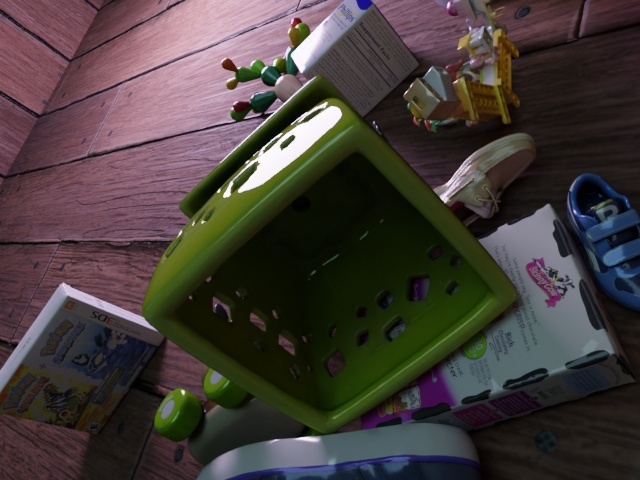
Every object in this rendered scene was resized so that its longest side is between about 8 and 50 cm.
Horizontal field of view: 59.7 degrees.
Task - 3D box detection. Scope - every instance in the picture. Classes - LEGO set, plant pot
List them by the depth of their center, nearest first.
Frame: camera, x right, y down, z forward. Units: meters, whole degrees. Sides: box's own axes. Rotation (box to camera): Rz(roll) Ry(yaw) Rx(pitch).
[{"bbox_3d":[0.000,0.000,0.520,0.227,0.228,0.207,-40,31,15],"label":"plant pot"},{"bbox_3d":[0.155,-0.181,0.665,0.107,0.132,0.287,-17,30,42],"label":"LEGO set"}]

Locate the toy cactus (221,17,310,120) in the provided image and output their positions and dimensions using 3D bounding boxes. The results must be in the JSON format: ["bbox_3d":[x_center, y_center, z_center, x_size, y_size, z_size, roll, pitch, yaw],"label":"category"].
[{"bbox_3d":[-0.079,-0.297,1.001,0.219,0.112,0.180,-43,51,0],"label":"toy cactus"}]

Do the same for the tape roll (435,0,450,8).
[{"bbox_3d":[0.241,-0.447,0.809,0.219,0.072,0.219,-23,50,30],"label":"tape roll"}]

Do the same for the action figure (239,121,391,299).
[{"bbox_3d":[-0.016,-0.028,0.711,0.275,0.164,0.141,-31,55,12],"label":"action figure"}]

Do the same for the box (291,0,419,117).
[{"bbox_3d":[0.051,-0.268,0.826,0.137,0.126,0.072,-41,41,15],"label":"box"}]

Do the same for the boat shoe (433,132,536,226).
[{"bbox_3d":[0.170,-0.047,0.617,0.170,0.063,0.059,-41,44,29],"label":"boat shoe"}]

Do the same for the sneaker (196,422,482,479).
[{"bbox_3d":[0.003,0.304,0.479,0.322,0.130,0.236,-21,46,25],"label":"sneaker"}]

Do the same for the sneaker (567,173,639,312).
[{"bbox_3d":[0.259,-0.001,0.493,0.053,0.059,0.144,-24,49,9],"label":"sneaker"}]

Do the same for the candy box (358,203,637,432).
[{"bbox_3d":[0.145,0.089,0.534,0.233,0.071,0.159,-29,44,28],"label":"candy box"}]

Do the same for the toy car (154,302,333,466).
[{"bbox_3d":[-0.086,0.159,0.662,0.149,0.155,0.188,-37,31,20],"label":"toy car"}]

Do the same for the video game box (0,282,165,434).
[{"bbox_3d":[-0.374,0.191,0.870,0.205,0.187,0.048,-56,41,-1],"label":"video game box"}]
